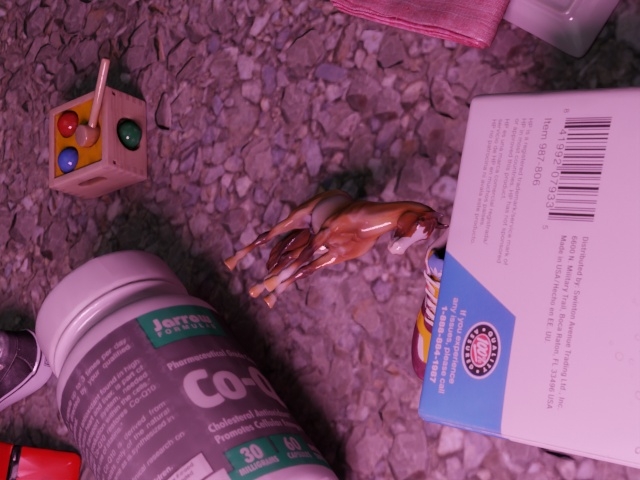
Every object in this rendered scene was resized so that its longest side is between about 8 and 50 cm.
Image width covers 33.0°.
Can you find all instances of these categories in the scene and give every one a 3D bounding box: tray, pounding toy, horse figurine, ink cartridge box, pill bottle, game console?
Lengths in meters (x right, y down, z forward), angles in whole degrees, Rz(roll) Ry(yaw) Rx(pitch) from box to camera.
[{"bbox_3d":[0.269,-0.325,1.052,0.145,0.030,0.270,39,103,38],"label":"tray"},{"bbox_3d":[-0.285,-0.140,1.379,0.141,0.100,0.130,-16,70,34],"label":"pounding toy"},{"bbox_3d":[0.000,0.000,1.095,0.174,0.066,0.263,-34,12,-12],"label":"horse figurine"},{"bbox_3d":[0.296,0.038,0.830,0.395,0.166,0.285,5,82,44],"label":"ink cartridge box"},{"bbox_3d":[-0.151,0.187,1.129,0.204,0.204,0.361,-52,54,15],"label":"pill bottle"},{"bbox_3d":[-0.374,0.328,1.352,0.085,0.124,0.144,161,117,-72],"label":"game console"}]

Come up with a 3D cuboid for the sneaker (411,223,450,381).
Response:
[{"bbox_3d":[0.121,0.047,1.034,0.069,0.084,0.185,21,91,39],"label":"sneaker"}]

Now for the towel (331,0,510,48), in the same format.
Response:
[{"bbox_3d":[0.151,-0.374,1.128,0.237,0.037,0.329,26,94,46],"label":"towel"}]

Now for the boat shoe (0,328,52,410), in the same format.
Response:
[{"bbox_3d":[-0.489,0.211,1.442,0.306,0.105,0.113,-30,62,28],"label":"boat shoe"}]
